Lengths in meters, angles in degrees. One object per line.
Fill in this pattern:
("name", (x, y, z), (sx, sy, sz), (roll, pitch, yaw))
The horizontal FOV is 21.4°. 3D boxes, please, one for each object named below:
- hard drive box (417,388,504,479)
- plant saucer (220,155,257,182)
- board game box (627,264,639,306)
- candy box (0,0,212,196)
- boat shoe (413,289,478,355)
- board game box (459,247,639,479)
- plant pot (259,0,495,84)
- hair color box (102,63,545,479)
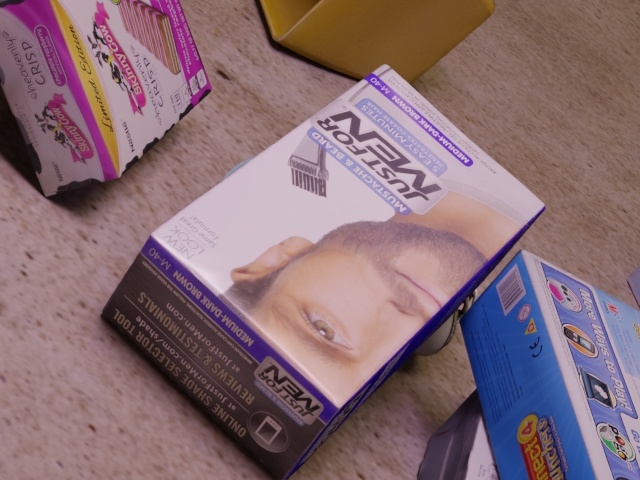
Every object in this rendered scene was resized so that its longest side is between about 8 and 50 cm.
("hard drive box", (0.184, 0.235, 1.284), (0.232, 0.089, 0.181), (37, 26, -4))
("plant saucer", (0.000, 0.000, 1.446), (0.195, 0.037, 0.195), (15, 36, -11))
("board game box", (0.558, 0.008, 1.858), (0.318, 0.319, 0.066), (22, 32, -28))
("candy box", (-0.177, -0.152, 1.373), (0.233, 0.071, 0.159), (-56, 129, -63))
("boat shoe", (0.106, 0.036, 1.511), (0.070, 0.078, 0.219), (29, 27, -17))
("board game box", (0.270, 0.184, 1.278), (0.302, 0.086, 0.308), (28, 28, -23))
("plant pot", (0.067, -0.294, 1.853), (0.187, 0.212, 0.212), (34, 24, -37))
("hair color box", (0.014, 0.012, 1.311), (0.185, 0.110, 0.339), (42, 43, 7))
